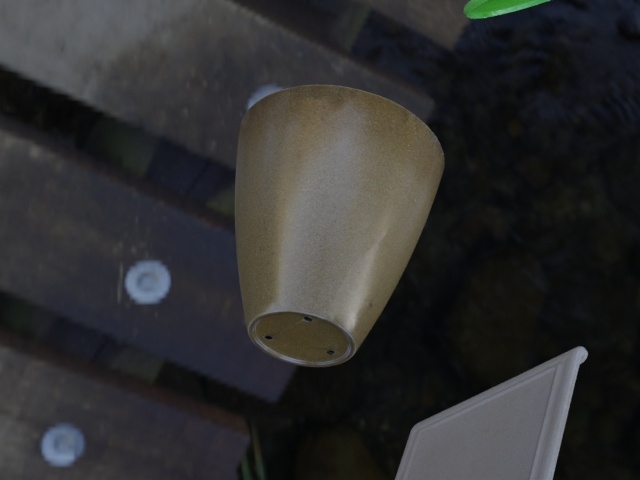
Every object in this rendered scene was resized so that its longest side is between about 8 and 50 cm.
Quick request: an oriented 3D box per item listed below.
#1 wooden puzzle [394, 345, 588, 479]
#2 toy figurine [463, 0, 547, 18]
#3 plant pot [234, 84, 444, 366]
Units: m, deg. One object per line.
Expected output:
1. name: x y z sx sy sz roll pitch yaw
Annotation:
1. wooden puzzle: 0.151 0.217 1.554 0.221 0.238 0.044 -31 108 37
2. toy figurine: 0.146 -0.253 1.100 0.130 0.173 0.159 -17 88 -29
3. plant pot: 0.000 0.000 1.789 0.237 0.254 0.237 9 147 6
